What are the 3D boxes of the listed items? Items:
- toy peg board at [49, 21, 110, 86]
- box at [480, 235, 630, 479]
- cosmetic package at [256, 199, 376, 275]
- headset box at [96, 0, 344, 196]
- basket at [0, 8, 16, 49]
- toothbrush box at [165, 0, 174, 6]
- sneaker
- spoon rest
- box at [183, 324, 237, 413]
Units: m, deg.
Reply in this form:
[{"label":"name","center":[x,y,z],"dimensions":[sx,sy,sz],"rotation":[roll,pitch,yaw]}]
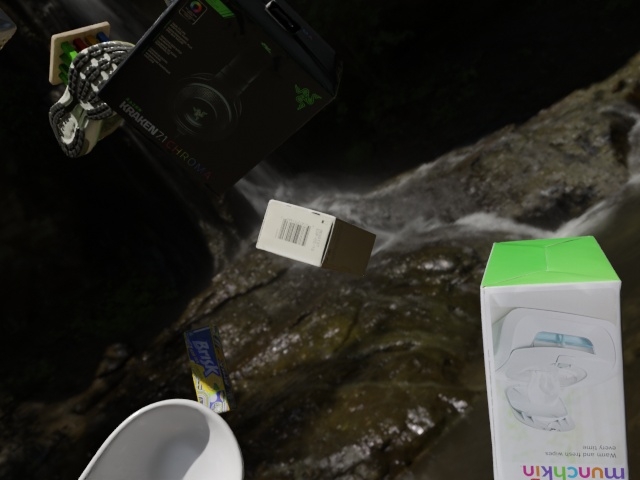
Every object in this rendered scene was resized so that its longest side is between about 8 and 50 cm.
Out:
[{"label":"toy peg board","center":[-0.615,-0.470,1.813],"dimensions":[0.160,0.079,0.161],"rotation":[-31,-17,-37]},{"label":"box","center":[0.244,0.130,0.737],"dimensions":[0.127,0.231,0.262],"rotation":[-5,7,17]},{"label":"cosmetic package","center":[0.000,0.000,1.550],"dimensions":[0.309,0.160,0.113],"rotation":[19,-93,-68]},{"label":"headset box","center":[-0.137,-0.247,1.023],"dimensions":[0.283,0.246,0.131],"rotation":[-35,26,31]},{"label":"basket","center":[-0.628,-0.355,1.173],"dimensions":[0.103,0.113,0.167],"rotation":[-39,8,29]},{"label":"toothbrush box","center":[-0.229,-0.667,1.608],"dimensions":[0.283,0.122,0.206],"rotation":[-11,37,25]},{"label":"sneaker","center":[-0.494,-0.351,1.630],"dimensions":[0.410,0.158,0.182],"rotation":[-27,8,46]},{"label":"spoon rest","center":[-0.199,0.263,0.661],"dimensions":[0.276,0.137,0.084],"rotation":[-35,-9,-1]},{"label":"box","center":[-0.214,0.253,1.341],"dimensions":[0.059,0.169,0.054],"rotation":[-16,-13,5]}]
